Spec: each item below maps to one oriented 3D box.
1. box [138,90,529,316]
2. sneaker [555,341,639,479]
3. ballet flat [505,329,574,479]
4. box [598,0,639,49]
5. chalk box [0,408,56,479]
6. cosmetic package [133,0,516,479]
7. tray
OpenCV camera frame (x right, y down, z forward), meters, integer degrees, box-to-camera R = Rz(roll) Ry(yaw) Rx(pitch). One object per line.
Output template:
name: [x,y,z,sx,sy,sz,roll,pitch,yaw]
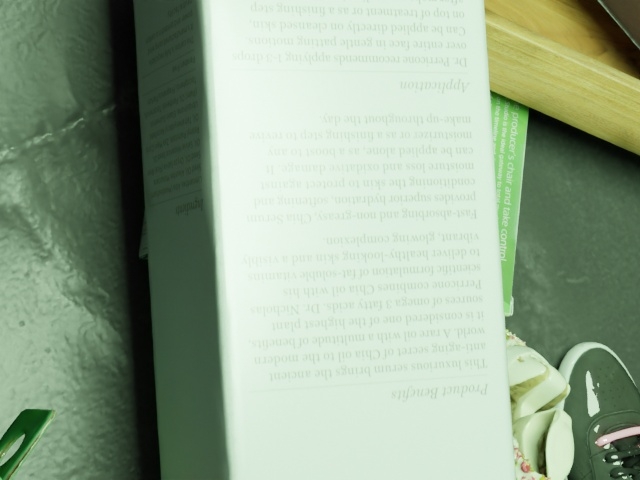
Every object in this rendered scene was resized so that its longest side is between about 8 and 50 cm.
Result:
box: [0.021,-0.071,1.380,0.322,0.058,0.232,11,79,-22]
sneaker: [0.283,0.227,1.410,0.104,0.147,0.295,-8,85,-24]
ballet flat: [0.168,0.147,1.341,0.091,0.077,0.241,36,32,-28]
box: [0.343,-0.266,1.379,0.167,0.203,0.168,51,44,8]
chalk box: [-0.288,0.222,1.128,0.289,0.180,0.179,-39,100,-23]
cosmetic package: [0.000,0.000,1.240,0.230,0.161,0.453,-1,86,-24]
tray: [0.276,-0.173,1.460,0.411,0.076,0.203,22,48,-21]
